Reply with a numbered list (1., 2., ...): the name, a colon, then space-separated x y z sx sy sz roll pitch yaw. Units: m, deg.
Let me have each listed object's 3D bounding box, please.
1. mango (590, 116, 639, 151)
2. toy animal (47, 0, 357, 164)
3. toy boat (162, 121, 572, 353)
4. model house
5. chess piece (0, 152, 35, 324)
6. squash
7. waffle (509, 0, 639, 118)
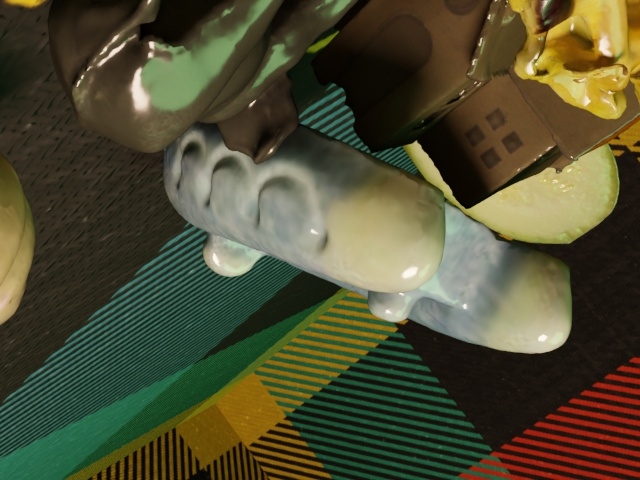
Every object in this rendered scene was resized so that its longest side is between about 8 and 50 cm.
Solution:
1. mango: 0.291 -0.228 0.864 0.350 0.199 0.201 -48 152 11
2. toy animal: -0.048 -0.114 0.418 0.146 0.114 0.245 -51 169 18
3. toy boat: 0.000 0.000 0.589 0.215 0.330 0.123 23 94 -40
4. model house: 0.132 -0.160 0.517 0.243 0.211 0.204 -39 174 39
5. chess piece: -0.174 -0.044 0.286 0.139 0.124 0.307 -3 157 -15
6. squash: 0.214 -0.102 1.017 0.189 0.260 0.189 -35 174 -5
7. waffle: 0.158 -0.209 0.358 0.312 0.060 0.307 27 102 -39
